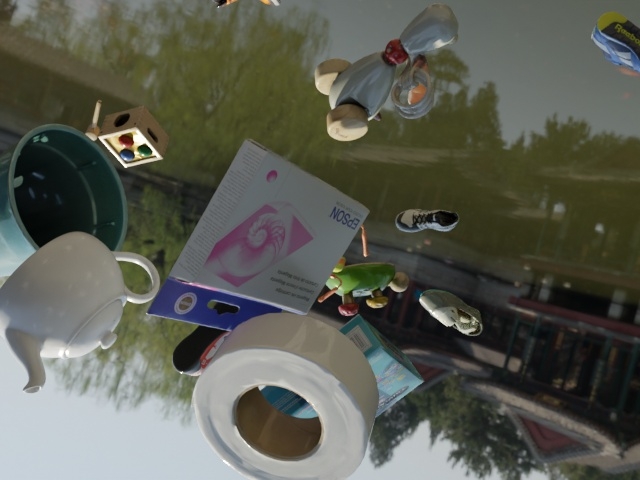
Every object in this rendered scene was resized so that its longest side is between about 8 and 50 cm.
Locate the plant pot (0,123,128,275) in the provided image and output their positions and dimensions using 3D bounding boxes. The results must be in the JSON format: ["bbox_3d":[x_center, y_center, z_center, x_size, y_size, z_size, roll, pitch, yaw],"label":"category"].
[{"bbox_3d":[-0.694,-0.061,1.508,0.334,0.341,0.341,-12,166,23],"label":"plant pot"}]

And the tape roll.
[{"bbox_3d":[-0.054,0.259,1.035,0.286,0.286,0.100,16,-151,8],"label":"tape roll"}]

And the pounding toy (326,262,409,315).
[{"bbox_3d":[0.116,0.133,1.649,0.182,0.110,0.237,-14,164,27],"label":"pounding toy"}]

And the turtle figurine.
[{"bbox_3d":[0.000,0.000,1.436,0.087,0.217,0.270,-9,145,-28],"label":"turtle figurine"}]

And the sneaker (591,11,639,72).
[{"bbox_3d":[0.497,-0.305,1.041,0.144,0.053,0.059,42,173,3],"label":"sneaker"}]

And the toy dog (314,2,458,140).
[{"bbox_3d":[0.140,-0.306,1.251,0.161,0.220,0.333,11,171,-42],"label":"toy dog"}]

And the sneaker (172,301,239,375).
[{"bbox_3d":[-0.187,0.198,1.422,0.090,0.270,0.145,53,-171,28],"label":"sneaker"}]

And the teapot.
[{"bbox_3d":[-0.440,0.119,1.178,0.187,0.256,0.252,40,179,2],"label":"teapot"}]

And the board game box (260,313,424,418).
[{"bbox_3d":[0.048,0.295,1.299,0.079,0.253,0.336,55,-176,31],"label":"board game box"}]

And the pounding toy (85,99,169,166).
[{"bbox_3d":[-0.550,-0.285,1.751,0.206,0.094,0.181,-9,142,20],"label":"pounding toy"}]

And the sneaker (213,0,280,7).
[{"bbox_3d":[-0.209,-0.671,1.734,0.180,0.125,0.321,-17,-156,0],"label":"sneaker"}]

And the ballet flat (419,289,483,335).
[{"bbox_3d":[0.311,0.172,1.505,0.072,0.068,0.213,-35,138,30],"label":"ballet flat"}]

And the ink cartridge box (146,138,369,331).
[{"bbox_3d":[-0.092,0.030,1.138,0.071,0.330,0.324,33,-174,36],"label":"ink cartridge box"}]

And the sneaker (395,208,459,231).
[{"bbox_3d":[0.139,-0.029,0.844,0.083,0.032,0.037,-3,169,-10],"label":"sneaker"}]
